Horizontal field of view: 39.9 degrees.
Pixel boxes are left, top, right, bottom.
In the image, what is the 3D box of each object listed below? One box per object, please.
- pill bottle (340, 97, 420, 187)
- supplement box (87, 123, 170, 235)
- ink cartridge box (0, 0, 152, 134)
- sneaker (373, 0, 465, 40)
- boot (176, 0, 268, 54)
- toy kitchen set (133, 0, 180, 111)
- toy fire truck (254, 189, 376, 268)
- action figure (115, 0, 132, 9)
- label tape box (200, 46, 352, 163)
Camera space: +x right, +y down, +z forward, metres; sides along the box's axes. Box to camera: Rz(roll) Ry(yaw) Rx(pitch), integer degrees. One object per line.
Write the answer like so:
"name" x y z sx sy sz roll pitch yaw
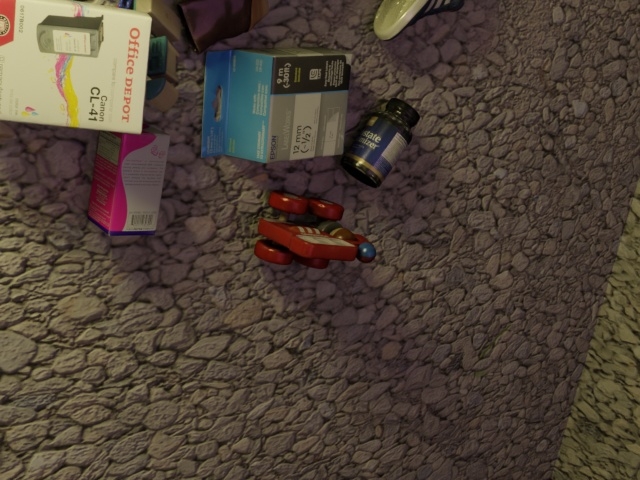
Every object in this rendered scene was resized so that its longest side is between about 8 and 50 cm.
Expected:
"pill bottle" 0.159 -0.255 2.278 0.219 0.123 0.123 -56 135 -8
"supplement box" -0.402 -0.131 1.847 0.111 0.114 0.220 -1 111 -40
"ink cartridge box" -0.472 -0.325 1.608 0.306 0.131 0.226 4 106 -15
"sneaker" 0.277 -0.602 2.214 0.350 0.131 0.148 -50 129 -13
"boot" -0.210 -0.534 1.843 0.207 0.090 0.248 -35 133 -27
"toy kitchen set" -0.383 -0.368 1.770 0.122 0.166 0.207 40 45 -64
"toy fire truck" 0.000 0.000 2.163 0.302 0.254 0.169 7 104 -43
"action figure" -0.400 -0.454 1.759 0.038 0.030 0.115 32 89 -50
"label tape box" -0.098 -0.311 2.033 0.348 0.115 0.249 -12 117 -39
